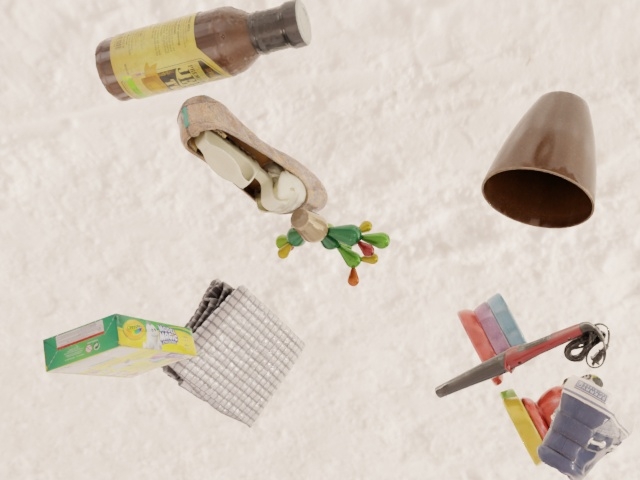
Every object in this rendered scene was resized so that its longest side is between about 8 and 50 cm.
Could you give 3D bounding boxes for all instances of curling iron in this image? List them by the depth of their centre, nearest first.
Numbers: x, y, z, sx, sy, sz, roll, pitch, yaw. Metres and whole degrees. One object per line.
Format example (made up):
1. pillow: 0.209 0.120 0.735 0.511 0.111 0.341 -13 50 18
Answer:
1. curling iron: 0.289 0.185 0.968 0.274 0.035 0.068 -25 91 26

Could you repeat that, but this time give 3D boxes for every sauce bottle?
1. sauce bottle: -0.186 -0.304 1.044 0.344 0.111 0.111 -8 121 19

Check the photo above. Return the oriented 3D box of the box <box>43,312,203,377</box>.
1. box: -0.228 0.131 0.797 0.105 0.043 0.179 -20 159 15

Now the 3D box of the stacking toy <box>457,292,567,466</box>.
1. stacking toy: 0.390 0.254 1.242 0.130 0.309 0.279 -28 153 9

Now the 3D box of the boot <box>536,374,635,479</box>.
1. boot: 0.259 0.195 0.659 0.069 0.086 0.190 27 173 37

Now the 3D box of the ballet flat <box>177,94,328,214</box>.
1. ballet flat: -0.107 -0.107 1.078 0.316 0.106 0.107 33 120 -31

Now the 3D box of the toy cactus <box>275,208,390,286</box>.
1. toy cactus: 0.000 0.000 1.126 0.219 0.112 0.180 11 168 30

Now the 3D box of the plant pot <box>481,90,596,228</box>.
1. plant pot: 0.459 -0.177 1.323 0.215 0.230 0.215 19 159 8

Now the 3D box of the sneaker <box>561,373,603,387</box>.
1. sneaker: 0.517 0.285 1.313 0.083 0.031 0.035 1 151 -3

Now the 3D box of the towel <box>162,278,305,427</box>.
1. towel: -0.190 0.240 1.424 0.121 0.235 0.283 23 161 47
